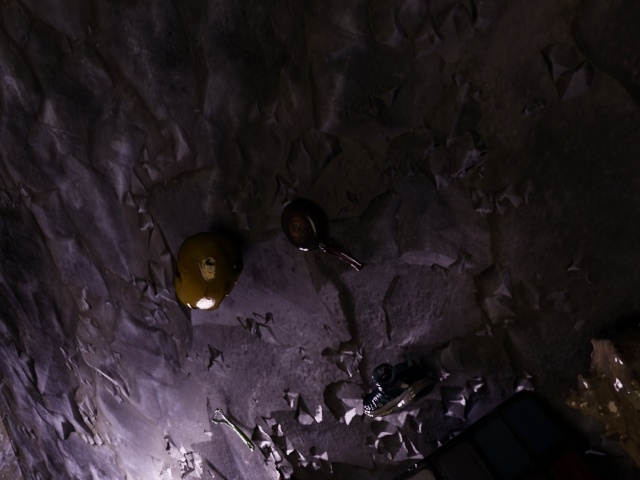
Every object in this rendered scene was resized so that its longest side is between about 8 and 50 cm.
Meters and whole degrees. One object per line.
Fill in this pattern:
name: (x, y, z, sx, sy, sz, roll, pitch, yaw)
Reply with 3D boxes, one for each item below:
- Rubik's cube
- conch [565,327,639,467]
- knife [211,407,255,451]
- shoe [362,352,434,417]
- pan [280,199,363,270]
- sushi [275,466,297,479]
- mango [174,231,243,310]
Rubik's cube: (0.301, 0.546, 1.001, 0.358, 0.363, 0.362, 55, 135, 27)
conch: (0.573, 0.290, 0.847, 0.352, 0.210, 0.297, 7, 133, 32)
knife: (-0.255, 0.566, 1.638, 0.166, 0.022, 0.078, 35, 135, 14)
shoe: (0.158, 0.321, 1.208, 0.207, 0.092, 0.106, -50, 62, 44)
pan: (-0.001, 0.002, 1.155, 0.212, 0.040, 0.114, 39, 135, 10)
sushi: (-0.055, 0.781, 1.571, 0.273, 0.109, 0.134, 43, 129, 6)
mango: (-0.280, 0.084, 1.325, 0.167, 0.130, 0.262, 43, 135, 13)
